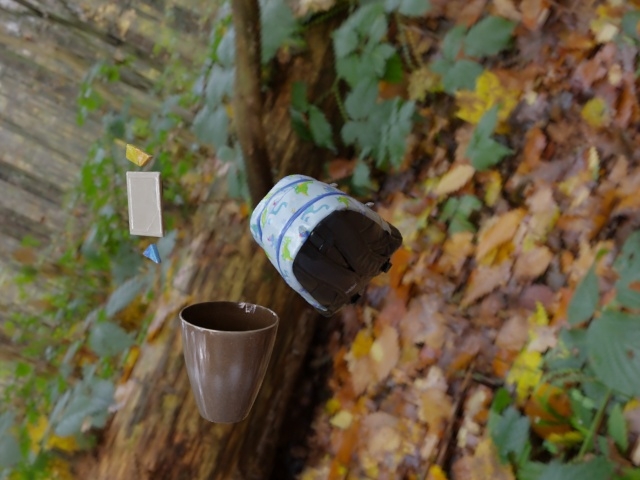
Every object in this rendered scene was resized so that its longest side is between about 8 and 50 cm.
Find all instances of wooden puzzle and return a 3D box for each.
[{"bbox_3d":[-0.181,-0.040,1.045,0.079,0.014,0.116,16,108,50],"label":"wooden puzzle"}]

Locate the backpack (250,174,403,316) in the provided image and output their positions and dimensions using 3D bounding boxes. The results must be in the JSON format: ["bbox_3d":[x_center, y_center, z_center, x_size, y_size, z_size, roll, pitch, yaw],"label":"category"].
[{"bbox_3d":[0.000,0.000,2.321,0.290,0.273,0.355,-46,-16,6],"label":"backpack"}]

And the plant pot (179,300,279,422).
[{"bbox_3d":[-0.206,0.273,2.191,0.215,0.216,0.230,-108,22,-76],"label":"plant pot"}]
